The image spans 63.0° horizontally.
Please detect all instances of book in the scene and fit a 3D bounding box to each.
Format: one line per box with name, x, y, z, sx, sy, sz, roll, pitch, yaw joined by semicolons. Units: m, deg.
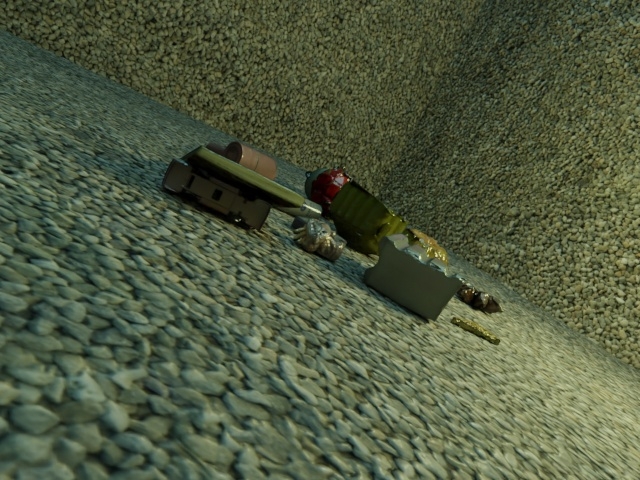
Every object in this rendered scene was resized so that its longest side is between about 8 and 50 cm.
book;-0.242;-0.168;1.469;0.299;0.039;0.428;25;-5;-21

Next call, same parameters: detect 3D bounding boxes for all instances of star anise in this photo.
star anise;0.614;0.224;2.035;0.212;0.073;0.197;27;8;6

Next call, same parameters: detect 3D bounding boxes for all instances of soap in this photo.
soap;0.282;0.098;1.533;0.257;0.159;0.302;27;12;13

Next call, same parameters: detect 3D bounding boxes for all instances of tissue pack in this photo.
tissue pack;-0.004;-0.021;1.668;0.156;0.051;0.112;36;15;34

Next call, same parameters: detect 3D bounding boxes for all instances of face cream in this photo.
face cream;-0.115;-0.138;1.862;0.249;0.077;0.077;22;12;-30

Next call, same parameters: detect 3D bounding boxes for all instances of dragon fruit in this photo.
dragon fruit;0.057;-0.219;2.251;0.193;0.274;0.192;27;-23;-25

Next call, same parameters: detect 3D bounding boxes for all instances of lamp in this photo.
lamp;0.030;-0.225;2.440;0.197;0.197;0.244;16;39;-49

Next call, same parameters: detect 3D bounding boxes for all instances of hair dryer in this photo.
hair dryer;-0.359;-0.350;2.191;0.352;0.126;0.210;28;7;41

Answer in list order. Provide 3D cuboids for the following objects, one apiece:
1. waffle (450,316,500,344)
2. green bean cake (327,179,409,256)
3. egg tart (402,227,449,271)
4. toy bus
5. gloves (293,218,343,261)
waffle;0.463;0.269;1.559;0.152;0.023;0.097;22;11;-40
green bean cake;0.189;-0.047;1.960;0.285;0.202;0.310;35;4;-41
egg tart;0.406;0.052;2.138;0.351;0.150;0.352;28;14;-8
toy bus;-0.266;-0.119;1.352;0.273;0.090;0.112;25;4;-14
gloves;0.001;-0.002;1.493;0.144;0.094;0.110;30;18;-42
